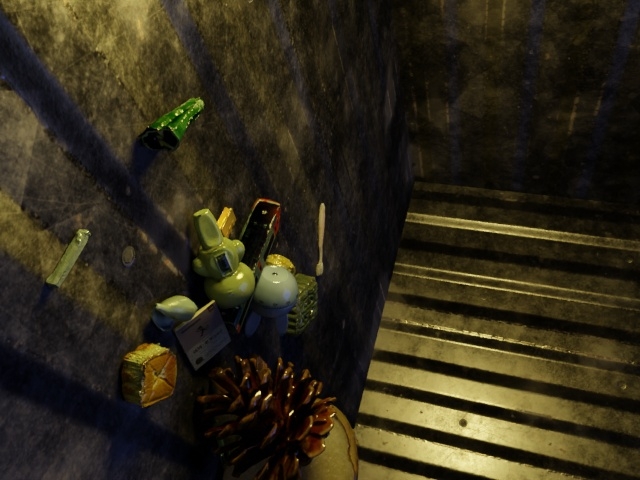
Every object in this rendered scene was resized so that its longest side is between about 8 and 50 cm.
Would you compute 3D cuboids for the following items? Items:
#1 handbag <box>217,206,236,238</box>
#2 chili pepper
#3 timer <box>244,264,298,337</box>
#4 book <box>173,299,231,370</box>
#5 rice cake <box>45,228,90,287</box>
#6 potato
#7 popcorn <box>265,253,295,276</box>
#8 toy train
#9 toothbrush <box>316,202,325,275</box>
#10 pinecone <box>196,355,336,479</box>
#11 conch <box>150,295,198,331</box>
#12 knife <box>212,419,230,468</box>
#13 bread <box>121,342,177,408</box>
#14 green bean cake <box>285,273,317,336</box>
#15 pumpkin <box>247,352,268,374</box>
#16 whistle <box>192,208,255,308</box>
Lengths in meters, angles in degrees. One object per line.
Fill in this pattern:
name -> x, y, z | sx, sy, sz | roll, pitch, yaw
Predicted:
handbag -> -0.254, -0.042, 1.643 | 0.061, 0.027, 0.083 | 75, 29, -50
chili pepper -> -0.309, -0.267, 1.331 | 0.226, 0.088, 0.059 | -72, 164, -54
timer -> -0.154, 0.176, 1.847 | 0.255, 0.176, 0.175 | 113, -2, -57
book -> -0.299, 0.245, 1.567 | 0.127, 0.014, 0.181 | -38, 142, -25
rice cake -> -0.449, 0.031, 1.089 | 0.021, 0.022, 0.121 | 86, 21, -57
potato -> -0.070, 0.720, 1.958 | 0.442, 0.385, 0.319 | -50, 171, -4
popcorn -> -0.136, 0.101, 1.944 | 0.116, 0.107, 0.120 | -65, 158, -65
toy train -> -0.207, 0.065, 1.738 | 0.089, 0.086, 0.409 | 78, 26, -56
toothbrush -> 0.000, 0.000, 2.439 | 0.030, 0.025, 0.306 | -30, 127, -57
pinecone -> -0.167, 0.482, 1.661 | 0.384, 0.385, 0.383 | 8, 90, -72
conch -> -0.342, 0.166, 1.432 | 0.065, 0.088, 0.180 | 58, 17, 17
knife -> -0.294, 0.601, 1.826 | 0.054, 0.015, 0.212 | -62, 153, -48
bread -> -0.377, 0.293, 1.350 | 0.140, 0.069, 0.127 | -16, 112, -67
green bean cake -> -0.081, 0.235, 2.206 | 0.185, 0.094, 0.183 | -42, 138, -56
pumpkin -> -0.208, 0.411, 1.944 | 0.083, 0.054, 0.074 | 56, 37, -33
whistle -> -0.259, 0.051, 1.561 | 0.141, 0.141, 0.293 | -51, 125, -58
